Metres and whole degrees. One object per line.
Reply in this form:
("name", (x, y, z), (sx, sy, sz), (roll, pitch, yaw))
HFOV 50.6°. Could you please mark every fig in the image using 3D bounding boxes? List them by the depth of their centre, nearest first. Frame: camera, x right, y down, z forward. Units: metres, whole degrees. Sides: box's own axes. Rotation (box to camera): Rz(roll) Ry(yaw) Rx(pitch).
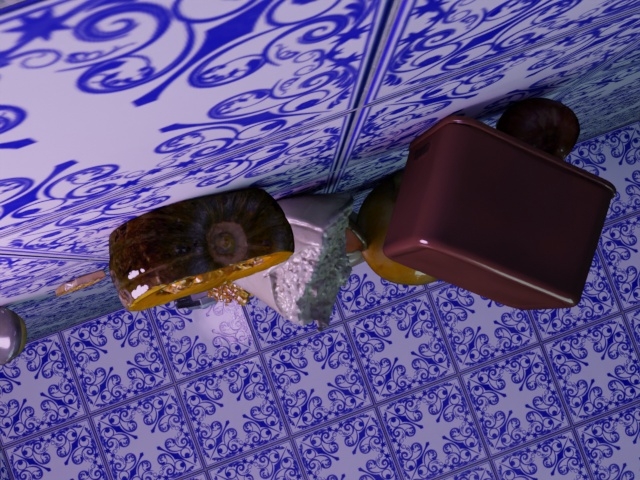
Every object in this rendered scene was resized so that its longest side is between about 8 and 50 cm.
("fig", (0.404, -0.194, 1.328), (0.160, 0.143, 0.231), (-38, 177, -1))

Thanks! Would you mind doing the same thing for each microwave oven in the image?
("microwave oven", (-0.401, 0.139, 2.199), (0.122, 0.162, 0.208), (-18, -179, -34))

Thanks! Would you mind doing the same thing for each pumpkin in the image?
("pumpkin", (-0.205, 0.017, 1.127), (0.317, 0.139, 0.222), (-20, 176, -42))

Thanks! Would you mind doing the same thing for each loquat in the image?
("loquat", (0.254, -0.049, 1.856), (0.329, 0.328, 0.359), (-20, 135, -2))

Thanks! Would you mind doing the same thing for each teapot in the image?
("teapot", (-0.741, 0.208, 1.514), (0.166, 0.130, 0.119), (20, -170, 40))

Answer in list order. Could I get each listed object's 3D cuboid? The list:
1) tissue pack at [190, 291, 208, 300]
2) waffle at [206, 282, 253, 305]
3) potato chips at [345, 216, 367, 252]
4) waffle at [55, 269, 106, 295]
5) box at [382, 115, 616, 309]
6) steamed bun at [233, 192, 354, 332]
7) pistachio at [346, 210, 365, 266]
("tissue pack", (-0.283, 0.074, 1.928), (0.160, 0.135, 0.246), (-19, 177, -32))
("waffle", (-0.234, 0.074, 1.632), (0.193, 0.197, 0.070), (-8, -156, 26))
("potato chips", (0.036, -0.044, 1.783), (0.061, 0.208, 0.195), (-60, 164, -16))
("waffle", (-0.556, 0.101, 1.565), (0.092, 0.021, 0.135), (-19, 177, -36))
("box", (0.309, -0.033, 1.215), (0.340, 0.229, 0.239), (21, 168, -11))
("steamed bun", (-0.038, 0.003, 1.467), (0.272, 0.274, 0.290), (-65, 169, 12))
("pistachio", (0.000, 0.000, 2.066), (0.332, 0.207, 0.226), (-9, -145, 0))
